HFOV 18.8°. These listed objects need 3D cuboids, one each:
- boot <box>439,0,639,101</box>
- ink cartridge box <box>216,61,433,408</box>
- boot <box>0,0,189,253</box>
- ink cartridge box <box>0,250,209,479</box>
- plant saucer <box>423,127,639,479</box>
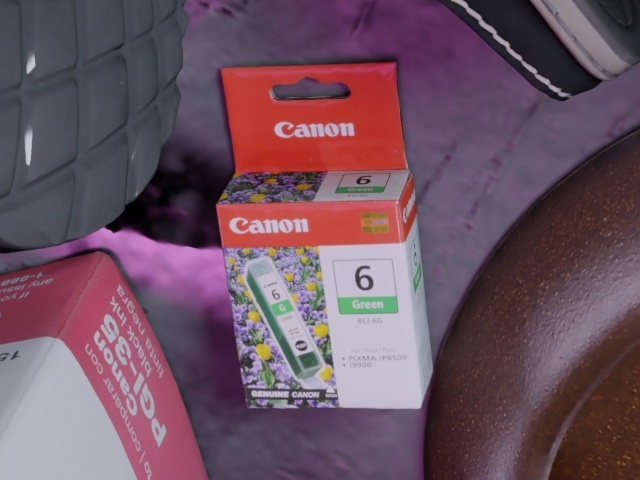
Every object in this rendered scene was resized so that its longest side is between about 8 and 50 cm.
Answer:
[{"bbox_3d":[-0.036,-0.097,0.569,0.236,0.085,0.178,47,116,-3],"label":"boot"},{"bbox_3d":[0.000,0.000,0.638,0.062,0.029,0.115,-1,116,14],"label":"ink cartridge box"},{"bbox_3d":[-0.175,-0.133,0.519,0.222,0.118,0.338,-21,81,30],"label":"boot"},{"bbox_3d":[-0.169,0.132,0.590,0.207,0.283,0.117,-12,112,15],"label":"ink cartridge box"},{"bbox_3d":[0.184,0.096,0.636,0.310,0.050,0.311,5,116,10],"label":"plant saucer"}]
